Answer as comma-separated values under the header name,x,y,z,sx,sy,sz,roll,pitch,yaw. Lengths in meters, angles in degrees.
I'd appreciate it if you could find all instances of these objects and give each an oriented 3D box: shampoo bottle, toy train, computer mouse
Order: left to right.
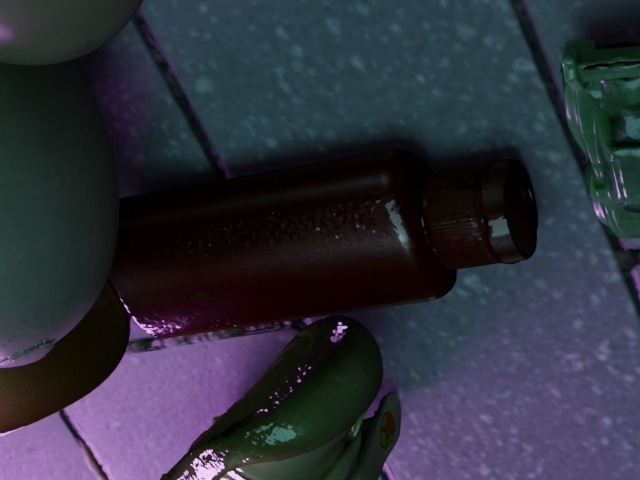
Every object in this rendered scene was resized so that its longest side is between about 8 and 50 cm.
name,x,y,z,sx,sy,sz,roll,pitch,yaw
computer mouse,-0.271,0.068,1.180,0.310,0.072,0.158,-19,118,32
shampoo bottle,0.000,0.000,1.029,0.260,0.064,0.102,-9,122,25
toy train,0.175,-0.056,0.907,0.099,0.081,0.149,-3,127,21

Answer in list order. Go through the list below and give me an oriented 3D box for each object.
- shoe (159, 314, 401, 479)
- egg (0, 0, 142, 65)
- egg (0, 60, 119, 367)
name,x,y,z,sx,sy,sz,roll,pitch,yaw
shoe,-0.020,0.136,1.102,0.128,0.140,0.262,35,144,-9
egg,-0.173,-0.199,0.842,0.188,0.188,0.253,-7,130,25
egg,-0.216,-0.044,0.985,0.186,0.186,0.253,-14,108,29
